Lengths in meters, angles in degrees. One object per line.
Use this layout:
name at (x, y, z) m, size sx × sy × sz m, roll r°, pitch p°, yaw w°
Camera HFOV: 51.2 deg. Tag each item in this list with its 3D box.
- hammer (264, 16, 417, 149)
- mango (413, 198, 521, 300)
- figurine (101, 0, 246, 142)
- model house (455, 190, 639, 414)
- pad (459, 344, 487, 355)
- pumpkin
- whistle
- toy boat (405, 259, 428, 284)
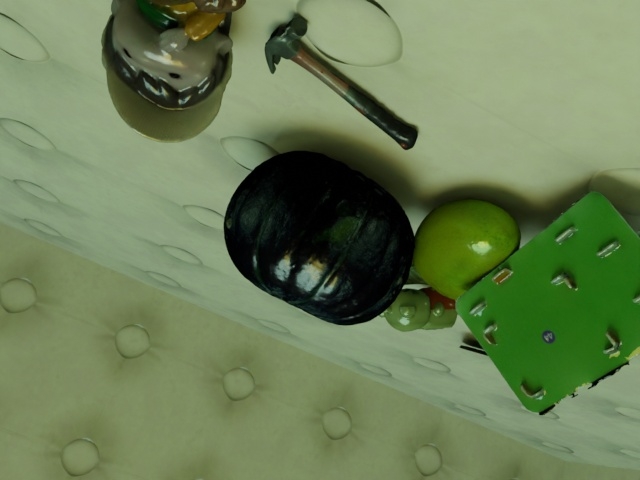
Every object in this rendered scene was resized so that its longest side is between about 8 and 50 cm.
hammer at (0.040, -0.218, 0.986) m, size 0.288 × 0.033 × 0.111 m, roll 31°, pitch 157°, yaw -28°
mango at (0.260, 0.011, 1.211) m, size 0.185 × 0.149 × 0.273 m, roll 24°, pitch 157°, yaw 18°
figurine at (-0.177, -0.297, 0.852) m, size 0.185 × 0.204 × 0.332 m, roll 24°, pitch 132°, yaw -7°
model house at (0.472, 0.075, 1.128) m, size 0.242 × 0.313 × 0.357 m, roll 54°, pitch 131°, yaw 18°
pad at (0.521, 0.312, 1.893) m, size 0.250 × 0.055 × 0.323 m, roll 15°, pitch 160°, yaw 16°
pumpkin at (0.000, 0.000, 1.231) m, size 0.363 × 0.266 × 0.363 m, roll 27°, pitch 168°, yaw 6°
whistle at (0.265, 0.167, 1.637) m, size 0.288 × 0.106 × 0.131 m, roll 1°, pitch 174°, yaw -31°
toy boat at (0.243, 0.077, 1.539) m, size 0.093 × 0.055 × 0.293 m, roll 34°, pitch 156°, yaw -36°
